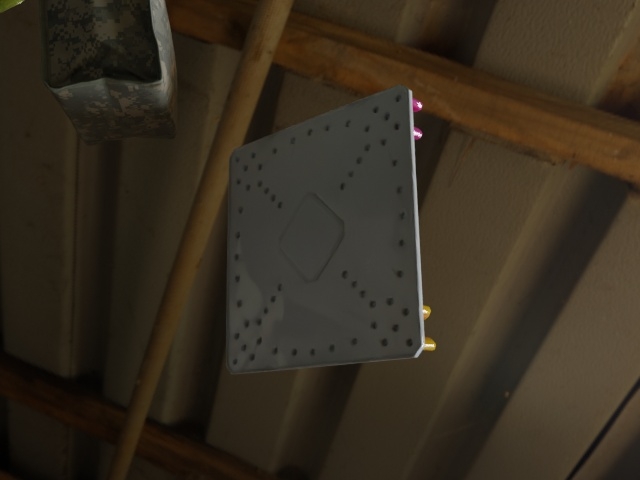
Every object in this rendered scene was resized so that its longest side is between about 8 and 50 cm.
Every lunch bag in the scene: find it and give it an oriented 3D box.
[{"bbox_3d":[-0.290,-0.305,1.019,0.168,0.235,0.287,-5,-99,-8],"label":"lunch bag"}]

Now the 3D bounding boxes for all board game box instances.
[{"bbox_3d":[0.000,0.000,1.148,0.389,0.050,0.390,-14,-109,41],"label":"board game box"}]

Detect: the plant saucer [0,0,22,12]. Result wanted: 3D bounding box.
[{"bbox_3d":[-0.568,-0.370,1.080,0.188,0.188,0.045,32,-37,19],"label":"plant saucer"}]
